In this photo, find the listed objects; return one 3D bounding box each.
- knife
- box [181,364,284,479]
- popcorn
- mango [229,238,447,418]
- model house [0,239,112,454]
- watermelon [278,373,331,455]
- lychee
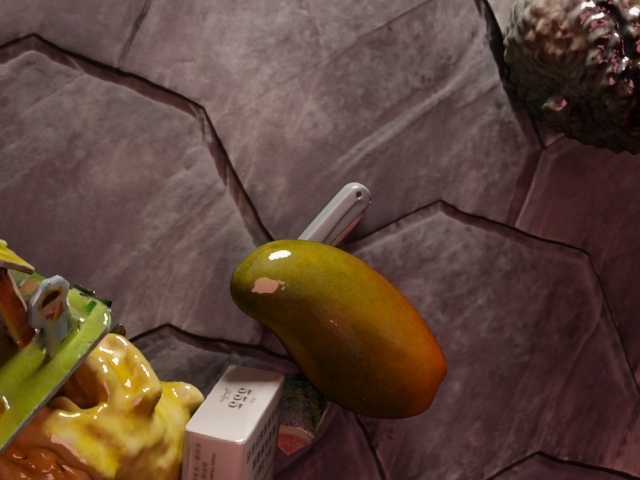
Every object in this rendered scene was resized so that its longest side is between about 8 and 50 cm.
[{"bbox_3d":[0.000,0.000,1.398,0.162,0.023,0.044,-49,120,-4],"label":"knife"},{"bbox_3d":[-0.099,0.284,1.309,0.071,0.168,0.259,9,111,11],"label":"box"},{"bbox_3d":[-0.268,0.237,1.231,0.316,0.297,0.281,-40,62,11],"label":"popcorn"},{"bbox_3d":[0.025,0.093,1.356,0.146,0.129,0.289,-43,117,-3],"label":"mango"},{"bbox_3d":[-0.415,0.033,1.004,0.340,0.300,0.323,-51,150,-30],"label":"model house"},{"bbox_3d":[-0.038,0.202,1.399,0.092,0.084,0.072,19,118,19],"label":"watermelon"},{"bbox_3d":[0.334,-0.220,1.340,0.274,0.255,0.255,-42,106,-14],"label":"lychee"}]
